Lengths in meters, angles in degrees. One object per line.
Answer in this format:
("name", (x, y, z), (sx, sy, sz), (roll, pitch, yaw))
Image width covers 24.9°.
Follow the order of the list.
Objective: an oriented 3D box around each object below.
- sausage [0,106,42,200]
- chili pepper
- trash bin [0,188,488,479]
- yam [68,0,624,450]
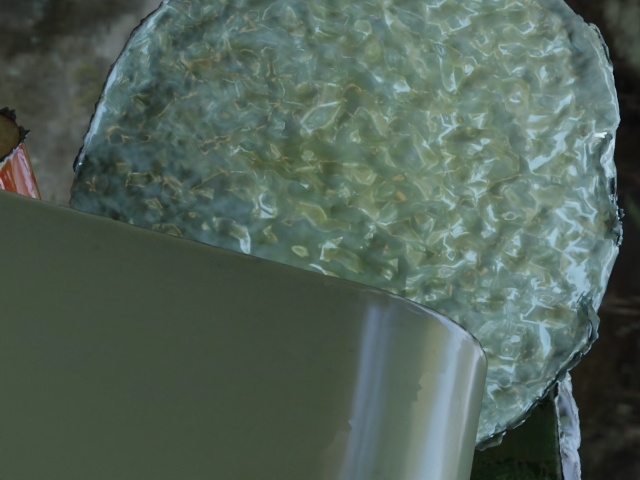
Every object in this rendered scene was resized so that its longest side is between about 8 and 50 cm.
("sausage", (-0.236, 0.024, 1.130), (0.083, 0.083, 0.264), (-75, 161, -50))
("chili pepper", (0.115, 0.213, 1.401), (0.099, 0.270, 0.136), (30, 51, -62))
("trash bin", (-0.080, 0.122, 0.420), (0.121, 0.243, 0.247), (111, -6, -69))
("yam", (0.000, 0.000, 0.713), (0.348, 0.241, 0.241), (125, -27, -81))
